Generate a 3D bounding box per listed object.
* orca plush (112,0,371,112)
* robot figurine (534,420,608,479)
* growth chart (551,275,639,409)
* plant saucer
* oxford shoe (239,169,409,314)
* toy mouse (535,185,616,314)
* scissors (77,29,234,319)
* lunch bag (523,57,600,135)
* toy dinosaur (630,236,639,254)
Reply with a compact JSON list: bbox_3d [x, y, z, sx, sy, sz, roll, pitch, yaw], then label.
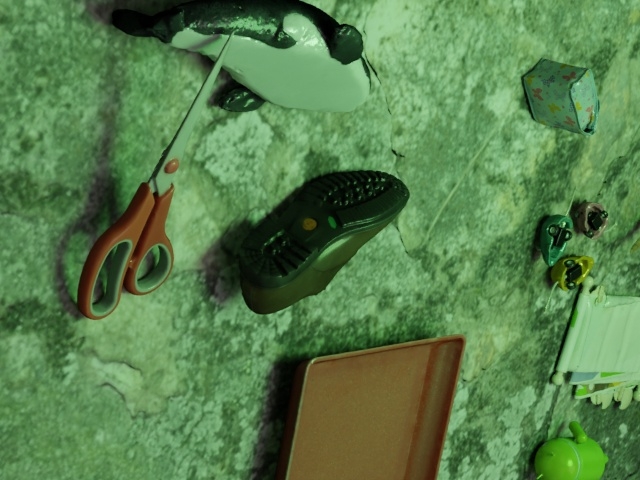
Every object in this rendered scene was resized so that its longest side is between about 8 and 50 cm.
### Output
[{"bbox_3d":[-0.066,-0.197,1.480,0.287,0.102,0.151,3,151,-36],"label":"orca plush"},{"bbox_3d":[0.328,0.292,2.103,0.115,0.067,0.101,2,118,-46],"label":"robot figurine"},{"bbox_3d":[0.389,0.142,2.131,0.237,0.021,0.172,12,100,-48],"label":"growth chart"},{"bbox_3d":[0.042,0.230,1.794,0.258,0.047,0.259,-5,111,-44],"label":"plant saucer"},{"bbox_3d":[0.000,0.000,1.633,0.227,0.083,0.096,-32,148,-32],"label":"oxford shoe"},{"bbox_3d":[0.307,-0.011,1.964,0.161,0.031,0.143,-36,131,-29],"label":"toy mouse"},{"bbox_3d":[-0.147,-0.051,1.422,0.109,0.021,0.297,-17,139,-42],"label":"scissors"},{"bbox_3d":[0.279,-0.161,1.836,0.053,0.071,0.083,-44,132,-28],"label":"lunch bag"},{"bbox_3d":[0.456,-0.057,2.089,0.112,0.064,0.212,29,77,-31],"label":"toy dinosaur"}]
